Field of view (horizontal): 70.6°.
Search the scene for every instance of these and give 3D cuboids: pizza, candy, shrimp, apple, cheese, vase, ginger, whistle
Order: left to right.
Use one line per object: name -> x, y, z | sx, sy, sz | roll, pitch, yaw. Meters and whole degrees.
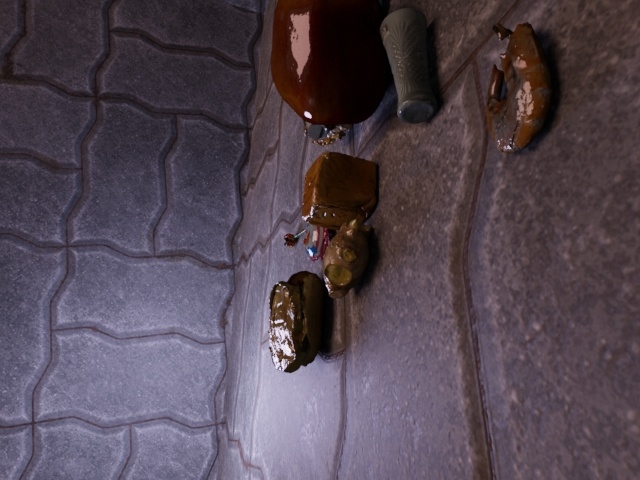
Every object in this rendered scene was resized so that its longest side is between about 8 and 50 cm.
candy -> -0.084, -0.017, 1.628 | 0.184, 0.049, 0.055 | -31, 84, 57
whistle -> -0.036, -0.412, 1.286 | 0.142, 0.133, 0.346 | -41, 42, 31
cheese -> 0.000, 0.000, 1.313 | 0.244, 0.062, 0.155 | -124, 47, -64
pizza -> 0.029, -0.349, 1.335 | 0.161, 0.085, 0.305 | -55, 27, 11
apple -> 0.025, -0.424, 1.043 | 0.288, 0.288, 0.317 | -112, 18, -57
ginger -> 0.061, 0.037, 1.048 | 0.157, 0.102, 0.216 | -62, -9, -51
vase -> 0.174, -0.336, 0.880 | 0.096, 0.096, 0.219 | 131, 140, -59
shrimp -> 0.259, -0.211, 0.624 | 0.132, 0.051, 0.187 | 161, 113, -70

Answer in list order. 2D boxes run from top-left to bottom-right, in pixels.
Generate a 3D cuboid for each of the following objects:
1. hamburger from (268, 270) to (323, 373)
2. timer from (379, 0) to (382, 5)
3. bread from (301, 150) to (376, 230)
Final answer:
hamburger -> -0.065, 0.230, 1.307 | 0.265, 0.134, 0.285 | -19, 70, 63
timer -> 0.067, -0.587, 1.252 | 0.250, 0.091, 0.232 | -110, 25, -48
bread -> 0.041, -0.115, 1.090 | 0.149, 0.158, 0.143 | 130, 143, -66
